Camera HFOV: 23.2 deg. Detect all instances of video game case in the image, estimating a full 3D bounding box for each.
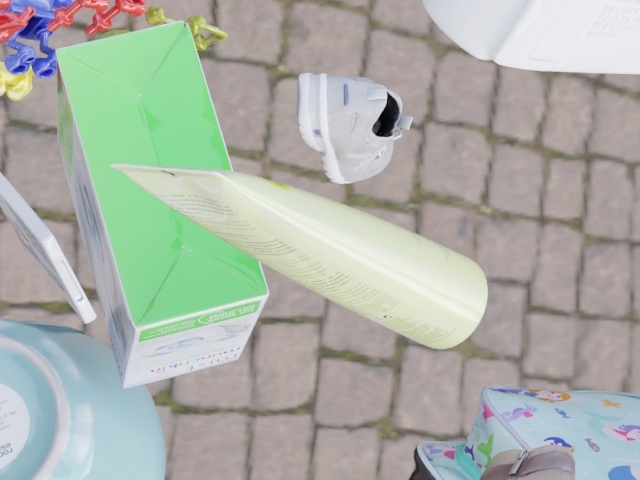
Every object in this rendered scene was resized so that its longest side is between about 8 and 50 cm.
[{"bbox_3d":[-0.312,0.003,1.722,0.019,0.157,0.143,-34,139,-14],"label":"video game case"}]

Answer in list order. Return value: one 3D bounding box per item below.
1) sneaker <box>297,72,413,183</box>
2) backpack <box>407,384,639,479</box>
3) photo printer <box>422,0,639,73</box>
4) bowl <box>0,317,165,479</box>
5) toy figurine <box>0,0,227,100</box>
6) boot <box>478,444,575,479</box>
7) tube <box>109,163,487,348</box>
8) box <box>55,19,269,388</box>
[{"bbox_3d":[0.056,-0.128,1.851,0.281,0.115,0.105,24,66,-74],"label":"sneaker"},{"bbox_3d":[0.192,0.211,1.027,0.253,0.225,0.191,12,112,-31],"label":"backpack"},{"bbox_3d":[0.227,-0.248,0.962,0.256,0.307,0.107,-5,47,-43],"label":"photo printer"},{"bbox_3d":[-0.315,0.197,1.491,0.311,0.163,0.311,-2,67,4],"label":"bowl"},{"bbox_3d":[-0.298,-0.291,1.691,0.362,0.191,0.217,1,61,-52],"label":"toy figurine"},{"bbox_3d":[0.080,0.147,0.781,0.042,0.118,0.087,45,49,-25],"label":"boot"},{"bbox_3d":[0.000,0.000,0.881,0.240,0.070,0.062,24,37,-40],"label":"tube"},{"bbox_3d":[-0.148,-0.026,1.412,0.126,0.231,0.262,-14,76,-14],"label":"box"}]
